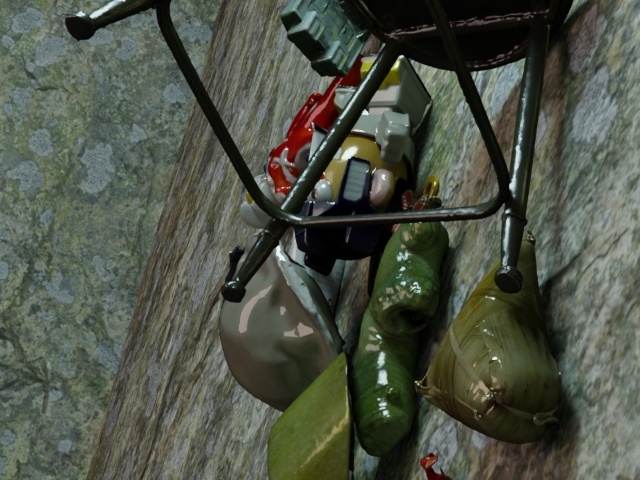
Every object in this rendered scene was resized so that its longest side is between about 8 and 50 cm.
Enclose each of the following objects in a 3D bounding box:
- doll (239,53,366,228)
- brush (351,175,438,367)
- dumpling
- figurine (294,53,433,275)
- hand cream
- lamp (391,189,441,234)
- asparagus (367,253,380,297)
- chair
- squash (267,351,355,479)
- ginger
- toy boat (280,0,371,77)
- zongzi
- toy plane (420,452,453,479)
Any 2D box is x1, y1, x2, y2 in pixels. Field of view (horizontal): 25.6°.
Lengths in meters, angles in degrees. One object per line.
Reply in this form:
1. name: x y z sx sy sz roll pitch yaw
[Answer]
1. doll: -0.031 -0.144 2.343 0.384 0.099 0.188 -52 24 43
2. brush: 0.099 0.045 1.797 0.103 0.013 0.272 -149 79 -74
3. dumpling: -0.053 0.133 1.837 0.204 0.163 0.293 -96 -6 -62
4. figurine: 0.055 -0.092 1.868 0.308 0.143 0.309 13 -90 -89
5. hand cream: 0.000 0.000 2.037 0.076 0.121 0.336 -2 70 42
6. lamp: 0.115 -0.020 1.755 0.063 0.031 0.083 16 88 57
7. asparagus: 0.078 -0.017 1.932 0.022 0.023 0.233 -11 48 20
8. chair: 0.060 -0.208 1.447 0.364 0.362 0.410 -3 37 37
9. squash: 0.023 0.254 1.623 0.155 0.204 0.237 -25 47 22
10. ginger: 0.088 0.105 1.623 0.137 0.089 0.290 -2 68 65
11. toy boat: 0.050 -0.400 2.229 0.092 0.141 0.319 -9 42 45
12. zongzi: 0.182 0.087 1.315 0.197 0.099 0.194 -64 15 -1
13. toy plane: 0.088 0.316 1.403 0.126 0.077 0.194 -48 19 48
